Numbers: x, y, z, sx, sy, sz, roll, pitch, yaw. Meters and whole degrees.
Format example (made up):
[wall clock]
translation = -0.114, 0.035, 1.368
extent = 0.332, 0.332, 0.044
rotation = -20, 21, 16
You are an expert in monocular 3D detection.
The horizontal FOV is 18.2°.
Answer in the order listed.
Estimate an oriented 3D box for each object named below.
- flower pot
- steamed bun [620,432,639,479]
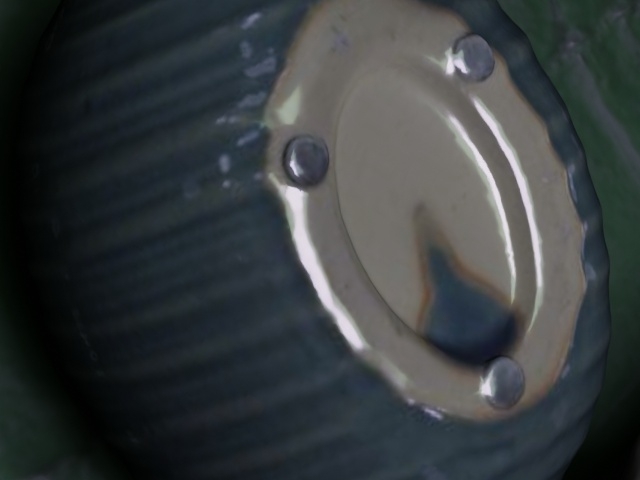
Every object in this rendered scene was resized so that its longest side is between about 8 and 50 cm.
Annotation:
[flower pot]
translation = 0.000, 0.000, 0.669
extent = 0.189, 0.157, 0.243
rotation = -28, 97, -27
[steamed bun]
translation = 0.201, 0.139, 0.747
extent = 0.280, 0.207, 0.268
rotation = -59, 155, -44
